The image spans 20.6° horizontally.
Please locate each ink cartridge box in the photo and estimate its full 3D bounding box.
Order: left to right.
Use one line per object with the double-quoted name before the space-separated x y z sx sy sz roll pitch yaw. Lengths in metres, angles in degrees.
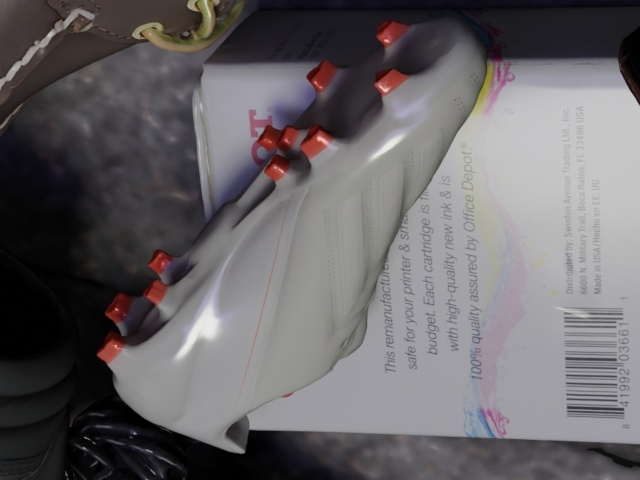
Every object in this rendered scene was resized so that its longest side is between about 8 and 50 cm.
"ink cartridge box" 0.068 -0.008 0.685 0.212 0.093 0.154 0 112 12

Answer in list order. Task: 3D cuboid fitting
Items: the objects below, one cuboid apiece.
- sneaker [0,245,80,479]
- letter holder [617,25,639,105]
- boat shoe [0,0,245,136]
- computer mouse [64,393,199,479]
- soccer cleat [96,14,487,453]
"sneaker" -0.224 0.035 0.659 0.296 0.104 0.147 18 115 -10
"letter holder" 0.247 -0.072 0.551 0.302 0.214 0.152 -17 142 -7
"boat shoe" -0.051 -0.129 0.638 0.097 0.116 0.324 41 104 -8
"computer mouse" -0.008 0.159 0.772 0.272 0.072 0.188 44 152 -6
"soccer cleat" 0.000 0.000 0.623 0.076 0.068 0.196 35 118 -18
